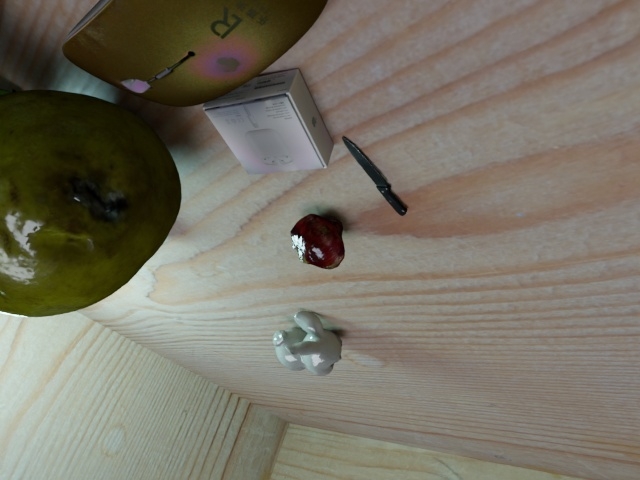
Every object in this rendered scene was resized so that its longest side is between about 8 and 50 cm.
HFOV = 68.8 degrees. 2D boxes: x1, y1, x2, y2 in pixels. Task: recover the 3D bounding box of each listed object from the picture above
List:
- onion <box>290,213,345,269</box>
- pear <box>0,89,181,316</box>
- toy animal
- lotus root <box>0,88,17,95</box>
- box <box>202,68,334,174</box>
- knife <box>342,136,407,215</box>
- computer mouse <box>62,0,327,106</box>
[{"bbox_3d":[0.000,0.000,0.813,0.107,0.097,0.107,46,-178,-2],"label":"onion"},{"bbox_3d":[-0.401,-0.060,0.721,0.351,0.352,0.413,34,156,-21],"label":"pear"},{"bbox_3d":[-0.041,0.289,1.287,0.178,0.128,0.193,35,151,-19],"label":"toy animal"},{"bbox_3d":[-0.617,-0.194,0.851,0.186,0.186,0.186,16,151,10],"label":"lotus root"},{"bbox_3d":[-0.067,-0.151,0.629,0.130,0.051,0.129,-1,145,26],"label":"box"},{"bbox_3d":[0.082,-0.091,0.684,0.023,0.010,0.170,-9,137,44],"label":"knife"},{"bbox_3d":[-0.133,-0.217,0.474,0.310,0.072,0.158,-17,158,35],"label":"computer mouse"}]
